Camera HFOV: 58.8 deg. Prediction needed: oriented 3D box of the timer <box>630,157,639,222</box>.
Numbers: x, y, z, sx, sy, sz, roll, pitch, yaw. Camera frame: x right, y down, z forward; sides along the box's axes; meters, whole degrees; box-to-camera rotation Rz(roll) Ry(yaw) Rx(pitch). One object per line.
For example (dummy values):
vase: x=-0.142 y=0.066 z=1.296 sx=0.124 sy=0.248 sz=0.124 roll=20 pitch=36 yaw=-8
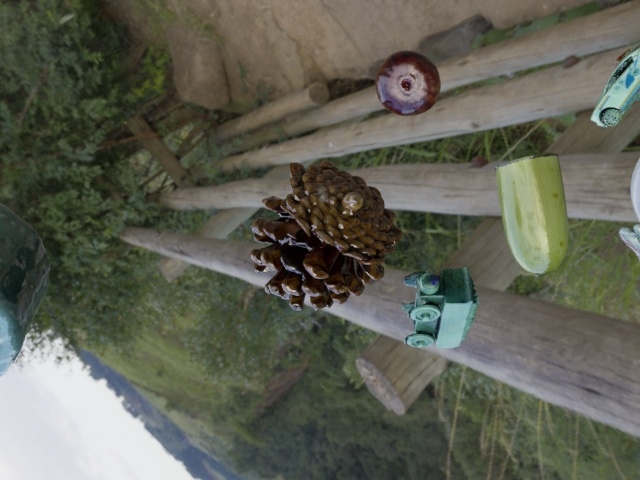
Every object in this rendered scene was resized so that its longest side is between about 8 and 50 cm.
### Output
timer: x=0.538 y=-0.054 z=0.761 sx=0.233 sy=0.240 sz=0.234 roll=37 pitch=146 yaw=30

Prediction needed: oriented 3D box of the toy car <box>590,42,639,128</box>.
toy car: x=0.426 y=-0.231 z=0.759 sx=0.058 sy=0.093 sz=0.186 roll=42 pitch=154 yaw=17

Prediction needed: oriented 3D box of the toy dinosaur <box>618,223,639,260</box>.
toy dinosaur: x=0.385 y=0.056 z=0.458 sx=0.242 sy=0.053 sz=0.167 roll=44 pitch=153 yaw=-9

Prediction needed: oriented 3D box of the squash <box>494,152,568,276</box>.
squash: x=0.449 y=-0.047 z=1.184 sx=0.132 sy=0.132 sz=0.247 roll=163 pitch=98 yaw=-67

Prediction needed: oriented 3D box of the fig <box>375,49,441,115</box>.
fig: x=0.123 y=-0.218 z=0.788 sx=0.089 sy=0.089 sz=0.125 roll=47 pitch=-161 yaw=-3

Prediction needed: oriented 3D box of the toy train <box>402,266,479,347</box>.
toy train: x=0.164 y=0.097 z=0.782 sx=0.099 sy=0.070 sz=0.172 roll=-1 pitch=147 yaw=5

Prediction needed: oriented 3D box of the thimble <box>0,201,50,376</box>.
thimble: x=-0.422 y=0.060 z=0.634 sx=0.198 sy=0.143 sz=0.235 roll=21 pitch=122 yaw=-18

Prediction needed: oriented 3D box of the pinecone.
pinecone: x=-0.009 y=0.000 z=0.975 sx=0.264 sy=0.264 sz=0.264 roll=38 pitch=158 yaw=18
